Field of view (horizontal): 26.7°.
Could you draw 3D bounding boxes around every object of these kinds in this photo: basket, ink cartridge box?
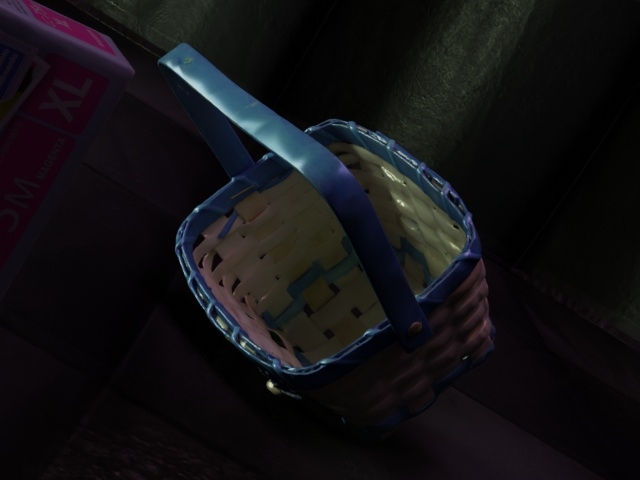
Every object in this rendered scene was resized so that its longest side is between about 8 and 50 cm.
[{"bbox_3d":[0.000,0.000,1.007,0.255,0.201,0.289,43,-16,48],"label":"basket"},{"bbox_3d":[-0.275,-0.082,0.716,0.311,0.186,0.065,24,15,-36],"label":"ink cartridge box"}]
